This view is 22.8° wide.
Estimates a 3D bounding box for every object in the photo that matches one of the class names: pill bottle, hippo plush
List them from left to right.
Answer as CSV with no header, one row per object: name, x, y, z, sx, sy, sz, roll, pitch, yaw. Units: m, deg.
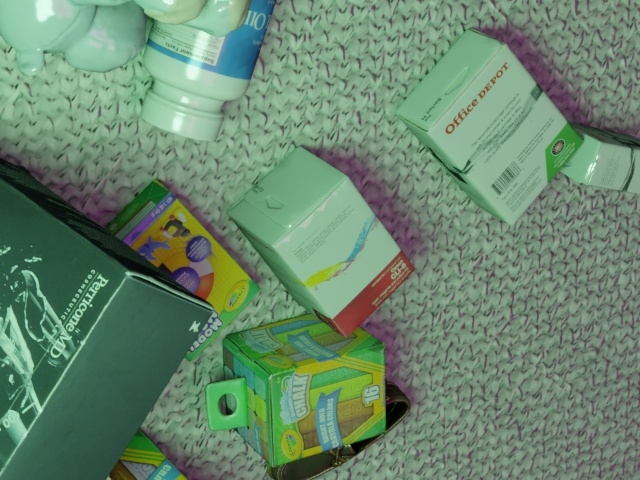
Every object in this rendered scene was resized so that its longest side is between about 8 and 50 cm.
hippo plush,-0.221,-0.251,1.595,0.294,0.234,0.236,12,133,-45
pill bottle,-0.125,-0.229,1.759,0.124,0.124,0.221,10,106,-34

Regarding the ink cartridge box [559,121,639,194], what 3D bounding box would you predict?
ink cartridge box,0.387,-0.109,2.132,0.150,0.109,0.063,8,106,-34

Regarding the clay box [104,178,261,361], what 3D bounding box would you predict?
clay box,-0.167,0.047,1.895,0.127,0.053,0.222,-46,125,-6

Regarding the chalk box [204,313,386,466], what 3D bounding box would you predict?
chalk box,-0.040,0.186,1.983,0.213,0.132,0.132,-15,117,-26

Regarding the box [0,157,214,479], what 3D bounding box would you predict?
box,-0.343,0.115,1.629,0.343,0.312,0.179,-58,153,1

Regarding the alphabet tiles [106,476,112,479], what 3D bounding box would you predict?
alphabet tiles,-0.371,0.286,1.787,0.278,0.021,0.284,3,87,-4

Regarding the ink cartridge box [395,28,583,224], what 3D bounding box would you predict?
ink cartridge box,0.216,-0.145,2.026,0.153,0.087,0.208,-48,127,-5

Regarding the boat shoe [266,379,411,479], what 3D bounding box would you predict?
boat shoe,0.025,0.257,2.091,0.207,0.073,0.073,-38,126,-11

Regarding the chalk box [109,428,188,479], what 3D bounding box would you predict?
chalk box,-0.179,0.390,1.885,0.179,0.289,0.180,-41,128,-12

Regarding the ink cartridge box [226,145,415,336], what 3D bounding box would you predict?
ink cartridge box,0.000,0.000,1.930,0.127,0.128,0.176,-44,126,-9
